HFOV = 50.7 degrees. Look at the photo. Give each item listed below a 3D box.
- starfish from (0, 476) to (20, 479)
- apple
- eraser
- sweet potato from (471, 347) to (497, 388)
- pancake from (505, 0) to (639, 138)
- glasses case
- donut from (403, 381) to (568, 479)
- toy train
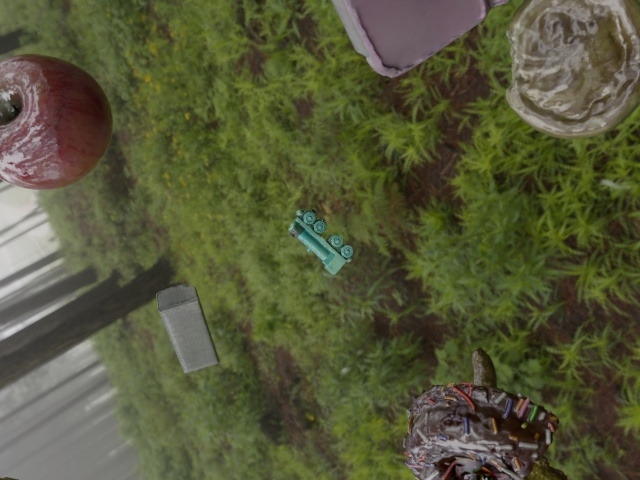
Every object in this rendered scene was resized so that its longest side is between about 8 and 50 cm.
[{"bbox_3d":[-0.437,0.287,0.802,0.209,0.150,0.053,-57,27,35],"label":"starfish"},{"bbox_3d":[-0.307,-0.130,0.757,0.153,0.153,0.120,48,-171,23],"label":"apple"},{"bbox_3d":[0.131,-0.416,0.950,0.122,0.272,0.359,56,-177,27],"label":"eraser"},{"bbox_3d":[0.374,0.376,1.564,0.075,0.273,0.075,11,150,6],"label":"sweet potato"},{"bbox_3d":[0.379,-0.270,1.007,0.223,0.042,0.236,22,111,17],"label":"pancake"},{"bbox_3d":[-0.234,0.159,1.202,0.205,0.071,0.047,84,167,-49],"label":"glasses case"},{"bbox_3d":[0.204,0.279,0.861,0.216,0.096,0.230,11,137,23],"label":"donut"},{"bbox_3d":[0.000,0.000,0.840,0.092,0.045,0.029,42,175,-8],"label":"toy train"}]
